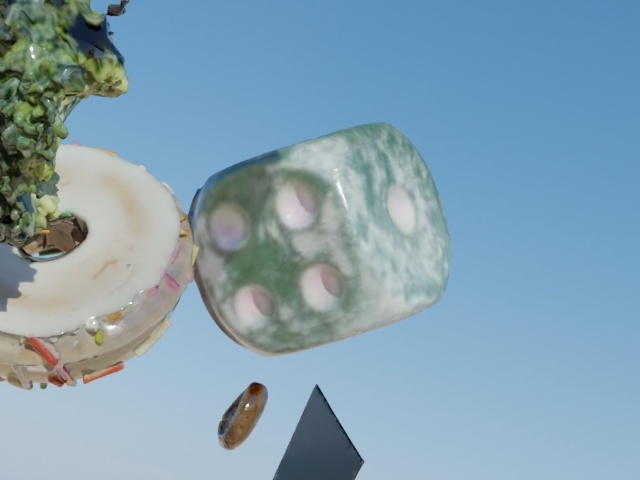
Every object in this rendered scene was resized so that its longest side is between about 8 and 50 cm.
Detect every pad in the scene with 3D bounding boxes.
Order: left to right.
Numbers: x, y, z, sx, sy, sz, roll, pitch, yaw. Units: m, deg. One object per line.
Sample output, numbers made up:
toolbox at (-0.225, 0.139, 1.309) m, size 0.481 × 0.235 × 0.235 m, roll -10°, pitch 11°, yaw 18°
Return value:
pad at (-0.025, 0.312, 1.548) m, size 0.006 × 0.246 × 0.170 m, roll 16°, pitch 18°, yaw -25°

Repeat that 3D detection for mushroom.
mushroom at (-0.126, 0.289, 2.181) m, size 0.052 × 0.123 × 0.123 m, roll 31°, pitch -15°, yaw -5°

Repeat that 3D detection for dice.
dice at (0.000, 0.000, 2.265) m, size 0.348 × 0.328 × 0.330 m, roll -17°, pitch 0°, yaw 31°

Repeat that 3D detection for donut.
donut at (-0.348, 0.037, 1.741) m, size 0.382 × 0.383 × 0.142 m, roll 12°, pitch -43°, yaw 9°

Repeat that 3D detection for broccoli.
broccoli at (-0.321, -0.168, 1.410) m, size 0.293 × 0.281 × 0.348 m, roll 0°, pitch -62°, yaw 30°
